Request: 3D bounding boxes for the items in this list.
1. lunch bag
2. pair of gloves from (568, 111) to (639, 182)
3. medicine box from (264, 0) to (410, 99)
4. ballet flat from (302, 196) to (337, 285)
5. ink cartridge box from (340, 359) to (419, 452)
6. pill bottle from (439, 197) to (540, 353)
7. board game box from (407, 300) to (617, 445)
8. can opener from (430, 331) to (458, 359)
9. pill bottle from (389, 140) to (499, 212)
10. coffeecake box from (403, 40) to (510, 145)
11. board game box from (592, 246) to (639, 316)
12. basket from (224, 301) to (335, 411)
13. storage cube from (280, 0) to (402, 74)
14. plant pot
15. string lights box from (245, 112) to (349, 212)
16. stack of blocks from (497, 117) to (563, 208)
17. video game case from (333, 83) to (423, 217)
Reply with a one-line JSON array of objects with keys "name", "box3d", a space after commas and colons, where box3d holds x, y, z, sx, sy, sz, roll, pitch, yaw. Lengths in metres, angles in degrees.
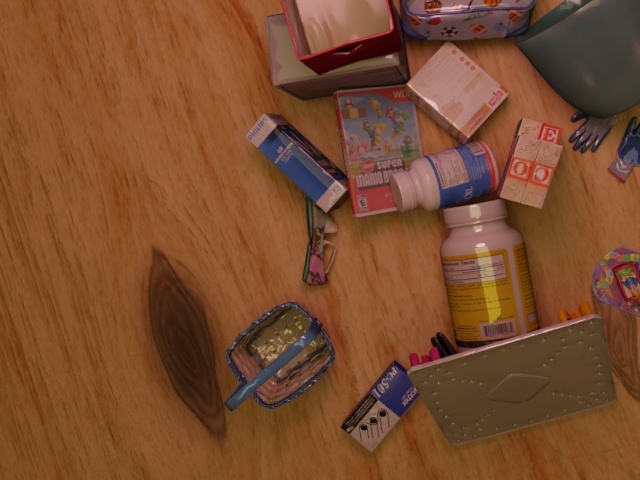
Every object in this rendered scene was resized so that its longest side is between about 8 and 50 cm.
[{"name": "lunch bag", "box3d": [0.324, -0.560, 1.680, 0.304, 0.115, 0.243, 0, 68, 6]}, {"name": "pair of gloves", "box3d": [0.655, -0.236, 1.713, 0.198, 0.023, 0.159, 38, 100, 6]}, {"name": "medicine box", "box3d": [0.047, -0.411, 1.685, 0.264, 0.289, 0.149, -7, 93, 12]}, {"name": "ballet flat", "box3d": [0.000, 0.000, 1.845, 0.079, 0.077, 0.221, 1, 100, -7]}, {"name": "ink cartridge box", "box3d": [0.149, 0.397, 1.851, 0.097, 0.046, 0.207, 39, 100, 5]}, {"name": "pill bottle", "box3d": [0.369, 0.081, 1.711, 0.188, 0.188, 0.333, -10, 92, 12]}, {"name": "board game box", "box3d": [0.418, 0.298, 1.656, 0.390, 0.390, 0.050, -19, 49, 12]}, {"name": "can opener", "box3d": [0.320, 0.297, 1.806, 0.073, 0.059, 0.186, -38, 79, 36]}, {"name": "pill bottle", "box3d": [0.272, -0.135, 1.717, 0.222, 0.124, 0.124, -17, 91, -6]}, {"name": "coffeecake box", "box3d": [0.304, -0.331, 1.737, 0.185, 0.068, 0.142, 43, 85, 6]}, {"name": "board game box", "box3d": [0.698, 0.095, 1.724, 0.169, 0.033, 0.133, 23, 99, 8]}, {"name": "basket", "box3d": [-0.089, 0.262, 1.764, 0.255, 0.289, 0.201, -40, 86, 13]}, {"name": "storage cube", "box3d": [0.039, -0.436, 1.438, 0.184, 0.193, 0.214, -15, 90, 12]}, {"name": "plant pot", "box3d": [0.589, -0.396, 1.591, 0.293, 0.293, 0.235, -34, 100, 12]}, {"name": "string lights box", "box3d": [-0.042, -0.182, 1.800, 0.260, 0.133, 0.077, 43, 105, 5]}, {"name": "stack of blocks", "box3d": [0.439, -0.164, 1.622, 0.087, 0.297, 0.171, 17, 98, 10]}, {"name": "video game case", "box3d": [0.142, -0.206, 1.757, 0.204, 0.025, 0.285, -11, 93, -27]}]
